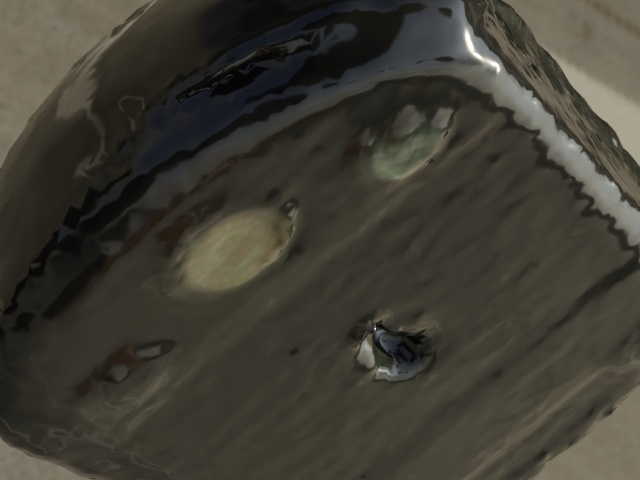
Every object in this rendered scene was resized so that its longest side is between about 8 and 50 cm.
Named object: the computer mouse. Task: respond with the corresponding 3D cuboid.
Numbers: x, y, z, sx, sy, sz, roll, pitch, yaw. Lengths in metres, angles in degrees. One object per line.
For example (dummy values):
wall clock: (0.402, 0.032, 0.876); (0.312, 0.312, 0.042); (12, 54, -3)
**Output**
computer mouse: (0.000, 0.000, 0.571); (0.100, 0.170, 0.269); (59, 11, 32)
